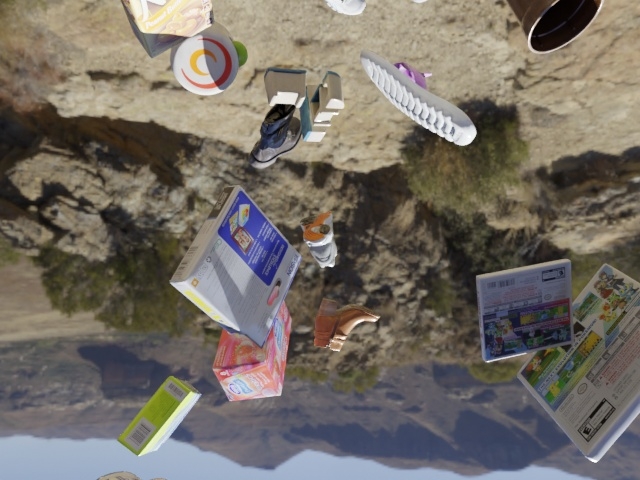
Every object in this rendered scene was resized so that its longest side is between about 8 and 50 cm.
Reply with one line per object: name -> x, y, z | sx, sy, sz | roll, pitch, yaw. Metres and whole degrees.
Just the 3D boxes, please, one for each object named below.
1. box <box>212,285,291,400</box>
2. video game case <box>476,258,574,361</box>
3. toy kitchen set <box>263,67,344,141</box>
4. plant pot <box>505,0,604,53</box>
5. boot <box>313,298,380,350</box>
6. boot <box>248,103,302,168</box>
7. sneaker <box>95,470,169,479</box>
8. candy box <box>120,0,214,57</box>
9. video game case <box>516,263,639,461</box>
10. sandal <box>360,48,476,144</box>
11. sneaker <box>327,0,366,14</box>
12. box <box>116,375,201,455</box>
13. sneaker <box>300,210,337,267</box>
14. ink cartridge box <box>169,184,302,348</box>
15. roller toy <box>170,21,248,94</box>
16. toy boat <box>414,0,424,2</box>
box -> -0.185, 0.283, 1.699 | 0.154, 0.300, 0.142 | -10, 125, 12
video game case -> 0.420, 0.143, 1.238 | 0.201, 0.183, 0.023 | -10, -167, -10
toy kitchen set -> -0.055, -0.314, 1.311 | 0.166, 0.122, 0.207 | -1, 165, -18
plant pot -> 0.461, -0.506, 1.248 | 0.167, 0.165, 0.167 | -20, 154, -10
boot -> 0.078, 0.272, 1.887 | 0.197, 0.152, 0.073 | 12, -178, -2
boot -> -0.104, -0.337, 1.752 | 0.091, 0.263, 0.229 | 36, 144, 3
sneaker -> -0.491, 0.706, 1.639 | 0.296, 0.111, 0.131 | 19, 180, -42
candy box -> -0.343, -0.555, 1.314 | 0.183, 0.087, 0.316 | -35, 169, -12
video game case -> 0.579, 0.236, 1.247 | 0.036, 0.329, 0.300 | 30, -168, -17
sandal -> 0.275, -0.405, 1.655 | 0.102, 0.416, 0.169 | -43, 156, -6
sneaker -> 0.027, -0.592, 1.429 | 0.191, 0.071, 0.083 | 25, -160, -20
box -> -0.229, 0.256, 0.887 | 0.042, 0.109, 0.178 | 37, 164, 5
sneaker -> 0.000, 0.000, 1.756 | 0.099, 0.121, 0.262 | -14, -161, 7
ink cartridge box -> -0.201, 0.070, 1.555 | 0.072, 0.303, 0.307 | -3, 140, 36
roller toy -> -0.335, -0.530, 1.736 | 0.209, 0.146, 0.191 | 27, 115, -26
toy boat -> 0.333, -0.654, 1.418 | 0.318, 0.148, 0.267 | 11, -146, 44
